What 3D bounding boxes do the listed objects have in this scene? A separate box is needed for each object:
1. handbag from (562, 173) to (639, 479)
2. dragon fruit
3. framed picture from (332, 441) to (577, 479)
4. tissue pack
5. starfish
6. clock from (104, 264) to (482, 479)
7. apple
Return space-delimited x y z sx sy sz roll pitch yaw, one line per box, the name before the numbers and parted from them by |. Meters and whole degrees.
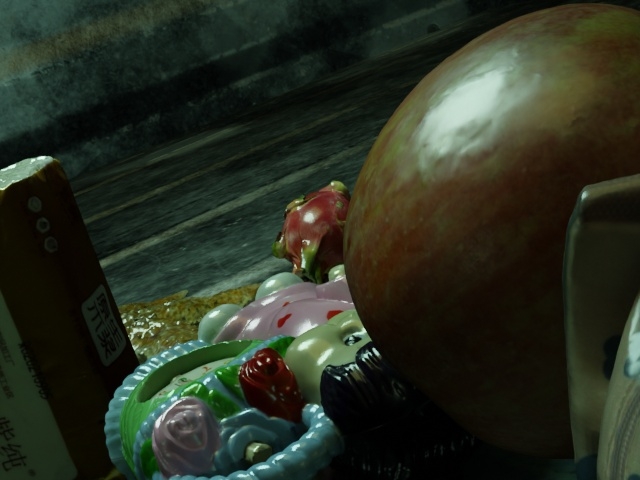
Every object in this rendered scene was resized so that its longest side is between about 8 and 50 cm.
handbag | 0.200 0.053 0.326 0.251 0.193 0.190 -19 10 -1
dragon fruit | -0.002 0.000 1.058 0.081 0.086 0.116 -48 2 43
framed picture | 0.028 0.153 0.553 0.347 0.016 0.265 -23 13 -16
tissue pack | -0.223 0.075 0.756 0.183 0.226 0.092 -16 12 12
starfish | -0.163 0.088 0.991 0.299 0.060 0.302 -14 13 32
clock | -0.011 0.090 0.624 0.194 0.100 0.195 -30 14 -27
apple | 0.106 0.000 0.486 0.174 0.188 0.188 -40 5 22
